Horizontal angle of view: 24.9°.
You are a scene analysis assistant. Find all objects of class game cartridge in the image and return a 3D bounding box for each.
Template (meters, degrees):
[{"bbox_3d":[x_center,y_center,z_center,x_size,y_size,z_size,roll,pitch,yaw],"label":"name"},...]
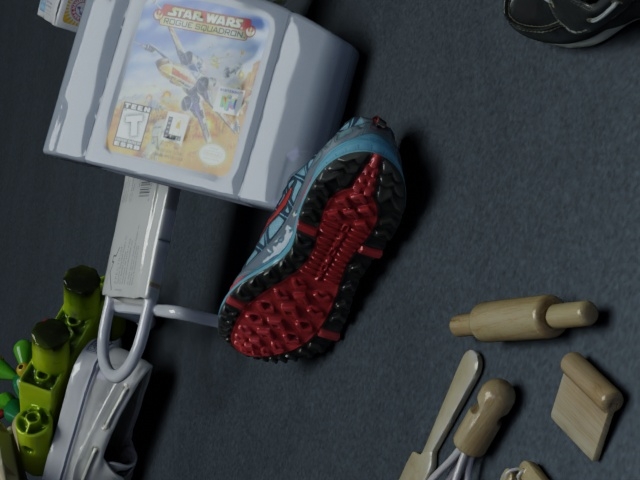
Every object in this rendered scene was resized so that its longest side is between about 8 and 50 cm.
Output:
[{"bbox_3d":[-0.118,-0.146,1.399,0.297,0.062,0.198,14,91,24],"label":"game cartridge"}]

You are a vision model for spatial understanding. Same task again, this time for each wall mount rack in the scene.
[{"bbox_3d":[-0.159,-0.015,1.552,0.304,0.130,0.350,0,77,60],"label":"wall mount rack"}]

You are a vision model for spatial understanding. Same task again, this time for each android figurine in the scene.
[{"bbox_3d":[-0.293,0.160,1.698,0.273,0.056,0.248,99,-169,-47],"label":"android figurine"}]

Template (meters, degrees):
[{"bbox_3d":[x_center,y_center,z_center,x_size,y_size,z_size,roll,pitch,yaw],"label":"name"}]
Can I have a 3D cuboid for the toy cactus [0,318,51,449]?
[{"bbox_3d":[-0.407,0.215,1.980,0.219,0.112,0.181,-36,55,42],"label":"toy cactus"}]

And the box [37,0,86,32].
[{"bbox_3d":[-0.215,-0.278,1.700,0.114,0.203,0.103,36,109,63],"label":"box"}]

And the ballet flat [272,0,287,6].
[{"bbox_3d":[-0.065,-0.221,1.489,0.077,0.077,0.231,38,148,43],"label":"ballet flat"}]

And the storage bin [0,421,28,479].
[{"bbox_3d":[-0.372,0.378,1.622,0.260,0.123,0.262,87,167,-47],"label":"storage bin"}]

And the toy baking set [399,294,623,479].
[{"bbox_3d":[0.115,0.134,1.006,0.256,0.030,0.197,-4,74,64],"label":"toy baking set"}]

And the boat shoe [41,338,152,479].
[{"bbox_3d":[-0.249,0.243,1.634,0.096,0.088,0.268,-27,-45,-71],"label":"boat shoe"}]

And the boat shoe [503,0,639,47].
[{"bbox_3d":[0.186,-0.182,0.974,0.233,0.079,0.084,3,81,66],"label":"boat shoe"}]

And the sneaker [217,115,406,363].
[{"bbox_3d":[0.000,0.000,1.271,0.262,0.104,0.125,-52,16,33],"label":"sneaker"}]
